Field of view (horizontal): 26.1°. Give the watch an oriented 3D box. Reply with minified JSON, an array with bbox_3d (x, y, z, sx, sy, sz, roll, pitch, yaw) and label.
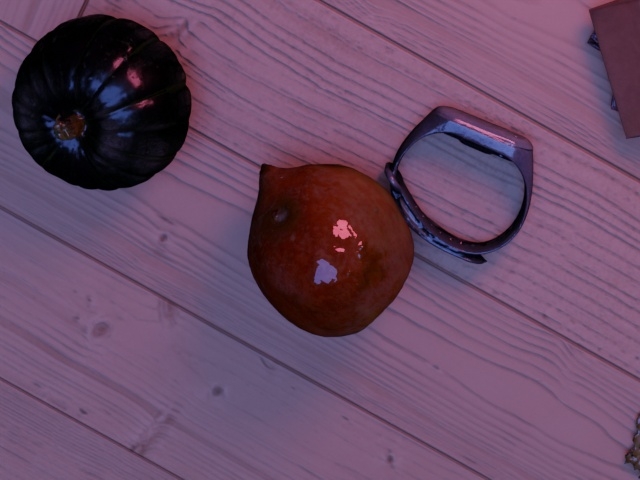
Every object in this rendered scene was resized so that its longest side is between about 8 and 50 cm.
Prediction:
[{"bbox_3d":[0.190,-0.077,1.912,0.206,0.068,0.193,21,107,0],"label":"watch"}]

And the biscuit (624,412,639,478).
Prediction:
[{"bbox_3d":[0.529,0.312,1.999,0.203,0.016,0.144,41,107,-5],"label":"biscuit"}]

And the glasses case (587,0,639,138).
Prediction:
[{"bbox_3d":[0.418,-0.233,1.841,0.102,0.070,0.193,-8,109,39],"label":"glasses case"}]

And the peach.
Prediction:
[{"bbox_3d":[0.000,0.000,1.879,0.257,0.232,0.232,43,107,-4],"label":"peach"}]

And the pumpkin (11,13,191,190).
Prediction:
[{"bbox_3d":[-0.304,-0.182,1.881,0.250,0.216,0.250,10,118,20],"label":"pumpkin"}]
